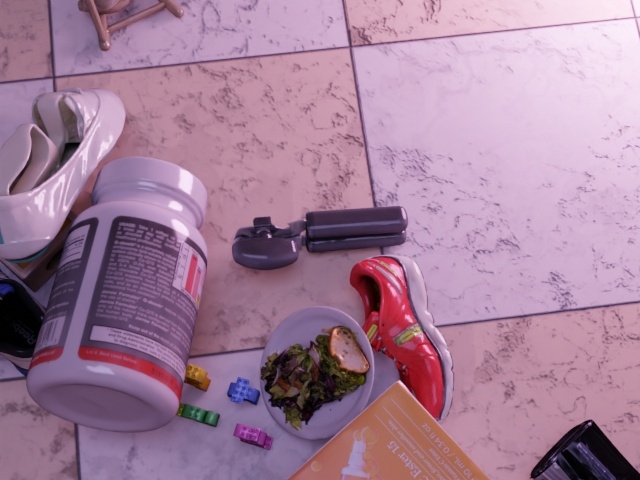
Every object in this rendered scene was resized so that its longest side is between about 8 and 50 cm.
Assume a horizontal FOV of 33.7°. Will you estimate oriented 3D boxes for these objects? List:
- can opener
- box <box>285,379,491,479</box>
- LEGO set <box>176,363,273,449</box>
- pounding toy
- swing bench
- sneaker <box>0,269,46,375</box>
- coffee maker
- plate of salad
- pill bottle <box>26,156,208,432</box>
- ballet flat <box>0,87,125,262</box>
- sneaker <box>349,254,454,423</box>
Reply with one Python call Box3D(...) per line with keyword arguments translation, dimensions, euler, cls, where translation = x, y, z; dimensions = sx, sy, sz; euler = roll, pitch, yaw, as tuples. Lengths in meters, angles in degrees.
Box3D(translation=(0.000, 0.000, 1.658), dimensions=(0.281, 0.074, 0.093), euler=(-8, 57, -7), cls="can opener")
Box3D(translation=(0.046, 0.398, 1.472), dimensions=(0.345, 0.168, 0.215), euler=(-40, 76, -17), cls="box")
Box3D(translation=(-0.171, 0.231, 1.571), dimensions=(0.227, 0.093, 0.087), euler=(17, 73, 3), cls="LEGO set")
Box3D(translation=(-0.405, -0.026, 1.643), dimensions=(0.181, 0.094, 0.206), euler=(40, 76, 10), cls="pounding toy")
Box3D(translation=(-0.352, -0.492, 1.706), dimensions=(0.165, 0.253, 0.254), euler=(-26, 75, -9), cls="swing bench")
Box3D(translation=(-0.500, 0.083, 1.560), dimensions=(0.316, 0.182, 0.127), euler=(31, 73, 7), cls="sneaker")
Box3D(translation=(0.424, 0.353, 1.556), dimensions=(0.171, 0.120, 0.178), euler=(-34, 77, -35), cls="coffee maker")
Box3D(translation=(-0.012, 0.195, 1.571), dimensions=(0.200, 0.048, 0.199), euler=(-6, 78, 30), cls="plate of salad")
Box3D(translation=(-0.276, 0.073, 1.522), dimensions=(0.210, 0.210, 0.362), euler=(8, 60, 1), cls="pill bottle")
Box3D(translation=(-0.396, -0.140, 1.573), dimensions=(0.139, 0.139, 0.400), euler=(14, 44, 2), cls="ballet flat")
Box3D(translation=(0.110, 0.152, 1.588), dimensions=(0.118, 0.107, 0.278), euler=(-3, 60, -29), cls="sneaker")
